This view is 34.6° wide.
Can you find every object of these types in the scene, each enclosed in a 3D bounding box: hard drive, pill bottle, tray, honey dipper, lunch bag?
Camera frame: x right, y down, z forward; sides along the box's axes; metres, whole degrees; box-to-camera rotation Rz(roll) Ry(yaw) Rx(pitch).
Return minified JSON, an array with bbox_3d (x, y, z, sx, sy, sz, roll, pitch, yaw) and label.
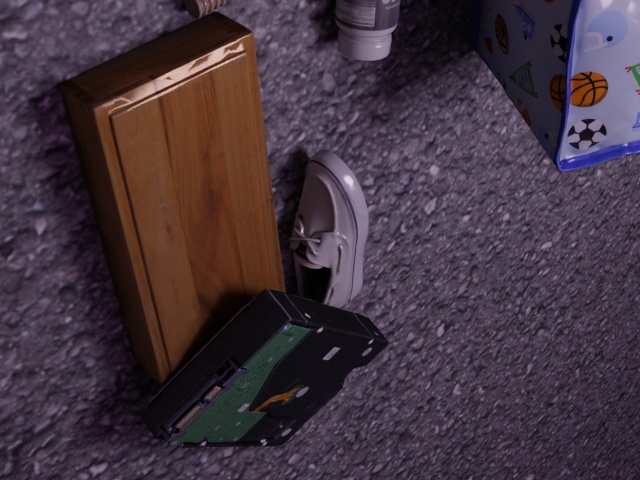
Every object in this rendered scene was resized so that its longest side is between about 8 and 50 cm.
[{"bbox_3d":[-0.063,0.181,1.384,0.237,0.064,0.339,-45,156,11],"label":"hard drive"},{"bbox_3d":[0.057,-0.290,1.221,0.078,0.078,0.137,-24,134,-34],"label":"pill bottle"},{"bbox_3d":[-0.152,-0.035,1.195,0.203,0.076,0.411,-32,138,-27],"label":"tray"},{"bbox_3d":[-0.079,-0.288,1.117,0.161,0.030,0.030,-36,140,-27],"label":"honey dipper"},{"bbox_3d":[0.334,-0.340,1.249,0.239,0.328,0.385,-15,130,-7],"label":"lunch bag"}]

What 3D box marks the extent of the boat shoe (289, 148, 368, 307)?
[{"bbox_3d":[0.000,0.000,1.378,0.088,0.096,0.267,-37,148,-29],"label":"boat shoe"}]
